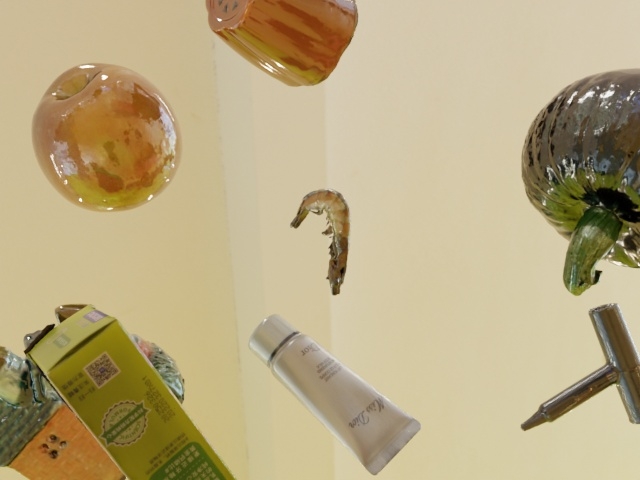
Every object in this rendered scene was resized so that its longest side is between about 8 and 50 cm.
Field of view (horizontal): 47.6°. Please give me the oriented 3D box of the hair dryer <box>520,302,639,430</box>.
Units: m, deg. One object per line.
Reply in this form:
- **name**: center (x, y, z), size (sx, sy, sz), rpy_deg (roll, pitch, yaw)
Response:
- **hair dryer**: center (0.367, 0.200, 1.045), size (0.195, 0.050, 0.173), rpy_deg (-19, -95, -1)

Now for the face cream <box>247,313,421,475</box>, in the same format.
- **face cream**: center (0.011, 0.249, 1.220), size (0.143, 0.314, 0.089), rpy_deg (-31, -27, -44)

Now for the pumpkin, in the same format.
- **pumpkin**: center (0.326, -0.049, 0.775), size (0.248, 0.248, 0.248), rpy_deg (-12, -65, -27)

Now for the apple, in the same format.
- **apple**: center (-0.351, -0.176, 1.185), size (0.253, 0.253, 0.253), rpy_deg (-12, -65, -27)

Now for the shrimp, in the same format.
- **shrimp**: center (-0.002, 0.000, 1.355), size (0.035, 0.148, 0.195), rpy_deg (-3, -84, -49)

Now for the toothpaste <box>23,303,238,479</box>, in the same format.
- **toothpaste**: center (-0.147, 0.211, 0.694), size (0.077, 0.110, 0.327), rpy_deg (-40, -71, -24)

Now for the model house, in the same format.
- **model house**: center (-0.365, 0.203, 0.999), size (0.253, 0.184, 0.291), rpy_deg (-46, -55, -4)

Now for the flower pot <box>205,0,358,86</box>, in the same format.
- **flower pot**: center (-0.069, -0.340, 1.086), size (0.173, 0.190, 0.190), rpy_deg (11, -76, -43)
